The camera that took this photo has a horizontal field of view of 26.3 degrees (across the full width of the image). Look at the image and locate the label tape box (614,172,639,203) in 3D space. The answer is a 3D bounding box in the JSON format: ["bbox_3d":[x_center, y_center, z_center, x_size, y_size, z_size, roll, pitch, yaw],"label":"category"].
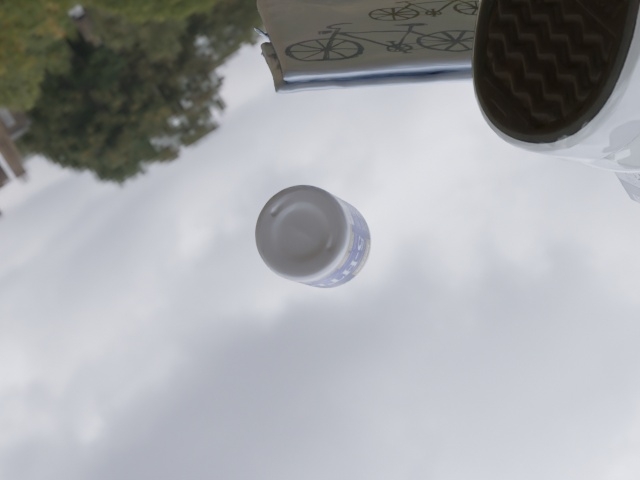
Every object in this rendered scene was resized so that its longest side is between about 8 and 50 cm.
[{"bbox_3d":[0.414,-0.184,1.517,0.249,0.115,0.347,-60,153,-4],"label":"label tape box"}]

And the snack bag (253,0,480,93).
[{"bbox_3d":[0.083,-0.250,1.662,0.323,0.037,0.342,-6,-154,-7],"label":"snack bag"}]

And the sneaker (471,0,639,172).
[{"bbox_3d":[0.142,-0.164,0.466,0.123,0.290,0.106,8,-166,-39],"label":"sneaker"}]

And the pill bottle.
[{"bbox_3d":[0.000,0.000,1.630,0.112,0.112,0.186,-29,168,10],"label":"pill bottle"}]
